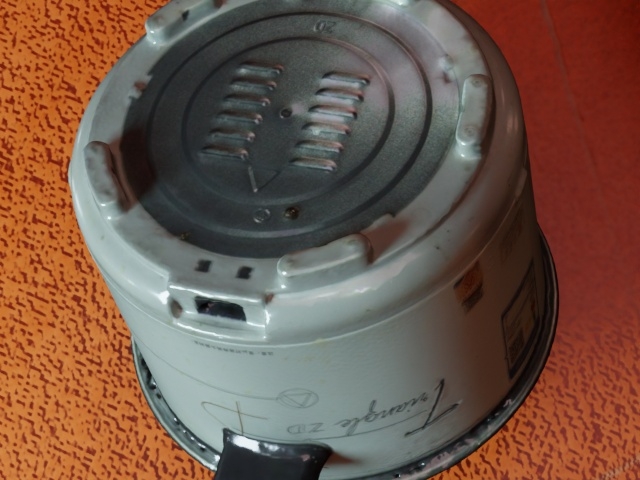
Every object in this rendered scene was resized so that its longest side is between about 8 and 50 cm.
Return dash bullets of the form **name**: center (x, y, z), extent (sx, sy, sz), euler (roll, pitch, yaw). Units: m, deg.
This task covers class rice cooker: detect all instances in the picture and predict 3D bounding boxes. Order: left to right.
- **rice cooker**: center (0.000, 0.000, 0.857), extent (0.241, 0.227, 0.280), euler (5, 57, 16)
